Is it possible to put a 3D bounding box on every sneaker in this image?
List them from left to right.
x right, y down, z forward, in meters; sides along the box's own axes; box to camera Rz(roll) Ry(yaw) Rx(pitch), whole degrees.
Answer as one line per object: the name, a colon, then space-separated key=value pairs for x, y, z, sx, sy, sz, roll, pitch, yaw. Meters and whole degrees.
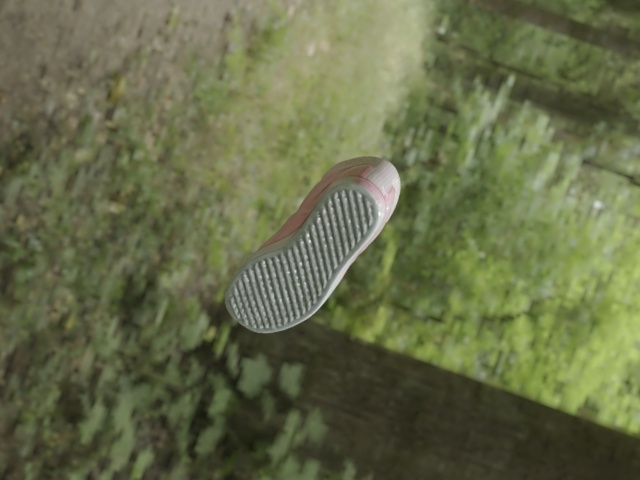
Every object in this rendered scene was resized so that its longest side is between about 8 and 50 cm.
sneaker: x=0.000 y=0.000 z=0.868 sx=0.134 sy=0.051 sz=0.070 roll=-45 pitch=-176 yaw=33
